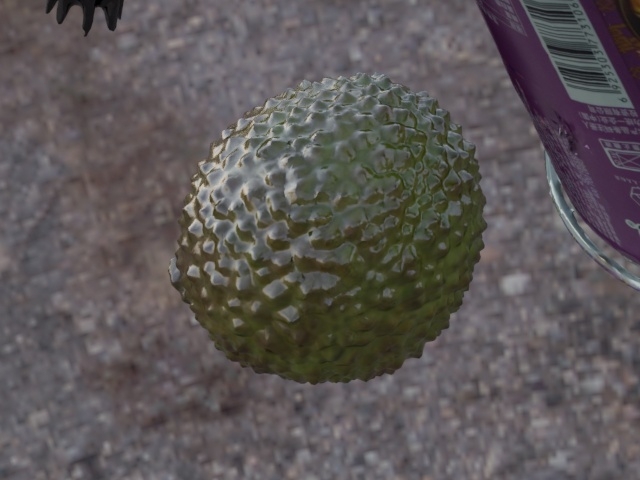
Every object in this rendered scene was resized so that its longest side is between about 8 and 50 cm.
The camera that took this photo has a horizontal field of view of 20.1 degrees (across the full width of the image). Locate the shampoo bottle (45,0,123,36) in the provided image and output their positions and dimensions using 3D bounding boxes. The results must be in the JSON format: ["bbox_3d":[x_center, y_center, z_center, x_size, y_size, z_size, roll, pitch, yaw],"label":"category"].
[{"bbox_3d":[-0.117,-0.199,0.964,0.087,0.183,0.050,10,35,-4],"label":"shampoo bottle"}]

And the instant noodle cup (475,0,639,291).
[{"bbox_3d":[0.218,-0.169,0.950,0.339,0.266,0.340,-20,47,23],"label":"instant noodle cup"}]

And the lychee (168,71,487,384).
[{"bbox_3d":[0.005,-0.005,1.543,0.269,0.320,0.270,8,47,-8],"label":"lychee"}]
